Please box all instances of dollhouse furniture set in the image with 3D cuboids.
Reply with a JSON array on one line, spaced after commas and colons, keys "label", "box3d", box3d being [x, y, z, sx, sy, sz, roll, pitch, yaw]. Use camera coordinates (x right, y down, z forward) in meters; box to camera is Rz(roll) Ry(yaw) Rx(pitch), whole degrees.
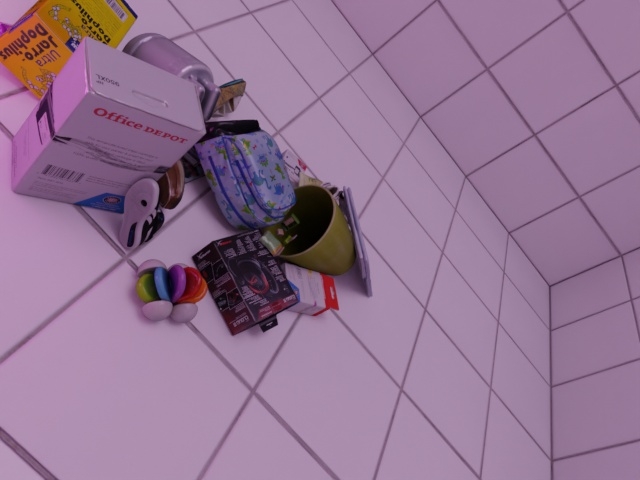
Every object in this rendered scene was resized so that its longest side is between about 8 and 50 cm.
[{"label": "dollhouse furniture set", "box3d": [-0.119, -0.020, 1.701, 0.076, 0.059, 0.151, 51, 35, -11]}]

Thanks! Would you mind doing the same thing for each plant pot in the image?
[{"label": "plant pot", "box3d": [0.000, 0.000, 1.885, 0.293, 0.275, 0.274, 43, 33, -47]}]

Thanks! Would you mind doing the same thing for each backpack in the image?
[{"label": "backpack", "box3d": [-0.233, -0.206, 1.744, 0.290, 0.274, 0.355, -29, 116, -65]}]

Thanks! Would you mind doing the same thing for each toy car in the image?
[{"label": "toy car", "box3d": [-0.374, 0.118, 1.401, 0.182, 0.136, 0.159, 14, 53, -46]}]

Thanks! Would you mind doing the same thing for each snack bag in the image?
[{"label": "snack bag", "box3d": [0.141, 0.011, 2.074, 0.342, 0.037, 0.322, 74, 3, -61]}]

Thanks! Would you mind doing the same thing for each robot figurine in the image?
[{"label": "robot figurine", "box3d": [-0.470, -0.499, 1.672, 0.354, 0.199, 0.300, 37, 23, 18]}]

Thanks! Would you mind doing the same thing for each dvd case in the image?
[{"label": "dvd case", "box3d": [-0.421, -0.229, 1.734, 0.087, 0.013, 0.119, 56, 32, -2]}]

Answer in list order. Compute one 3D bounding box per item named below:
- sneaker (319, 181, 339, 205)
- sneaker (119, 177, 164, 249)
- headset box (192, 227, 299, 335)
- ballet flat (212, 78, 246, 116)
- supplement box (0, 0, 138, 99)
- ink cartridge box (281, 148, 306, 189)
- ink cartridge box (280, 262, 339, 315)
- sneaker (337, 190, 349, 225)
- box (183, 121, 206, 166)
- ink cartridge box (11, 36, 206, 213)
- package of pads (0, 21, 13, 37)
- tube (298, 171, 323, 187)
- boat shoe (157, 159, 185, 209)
[{"label": "sneaker", "box3d": [0.029, -0.151, 2.095, 0.108, 0.169, 0.293, 58, 33, 5]}, {"label": "sneaker", "box3d": [-0.448, -0.086, 1.423, 0.079, 0.216, 0.121, 34, 29, 5]}, {"label": "headset box", "box3d": [-0.211, 0.129, 1.619, 0.218, 0.110, 0.293, -21, 80, -56]}, {"label": "ballet flat", "box3d": [-0.353, -0.502, 1.954, 0.123, 0.123, 0.348, 52, 26, -7]}, {"label": "supplement box", "box3d": [-0.681, -0.567, 1.486, 0.195, 0.194, 0.356, 50, 31, -36]}, {"label": "ink cartridge box", "box3d": [-0.123, -0.259, 2.085, 0.109, 0.063, 0.150, 42, 37, -22]}, {"label": "ink cartridge box", "box3d": [-0.050, 0.169, 1.816, 0.231, 0.078, 0.134, 20, 49, -42]}, {"label": "sneaker", "box3d": [0.101, -0.136, 2.263, 0.061, 0.065, 0.157, -19, 78, -55]}, {"label": "box", "box3d": [-0.424, -0.343, 1.789, 0.136, 0.037, 0.225, 43, 30, -21]}, {"label": "ink cartridge box", "box3d": [-0.507, -0.248, 1.300, 0.286, 0.395, 0.166, 13, 54, -47]}, {"label": "package of pads", "box3d": [-0.823, -0.555, 1.479, 0.083, 0.032, 0.050, -3, 63, -52]}, {"label": "tube", "box3d": [-0.044, -0.206, 2.078, 0.070, 0.062, 0.240, 55, 15, 8]}, {"label": "boat shoe", "box3d": [-0.486, -0.231, 1.577, 0.120, 0.122, 0.323, 6, 51, -43]}]
